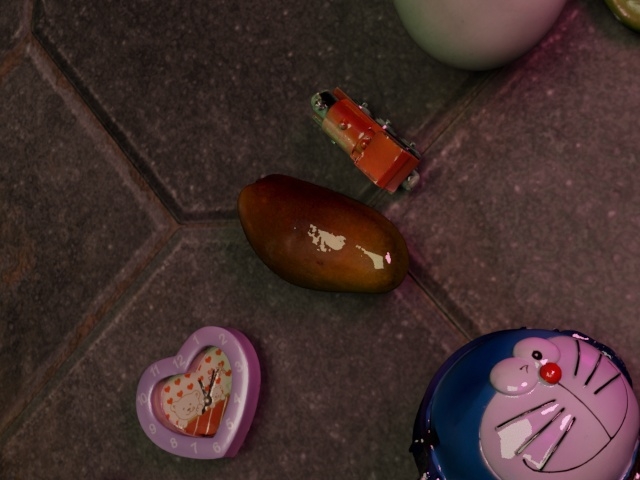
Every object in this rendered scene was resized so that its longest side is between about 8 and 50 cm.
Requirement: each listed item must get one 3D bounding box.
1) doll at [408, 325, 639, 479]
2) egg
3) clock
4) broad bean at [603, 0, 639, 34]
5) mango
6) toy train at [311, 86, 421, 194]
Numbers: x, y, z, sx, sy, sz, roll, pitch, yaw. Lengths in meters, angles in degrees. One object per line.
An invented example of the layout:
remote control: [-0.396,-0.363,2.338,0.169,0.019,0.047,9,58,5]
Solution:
doll: [0.250,0.225,0.901,0.310,0.240,0.284,34,58,15]
egg: [0.189,-0.378,1.019,0.230,0.230,0.371,-1,76,28]
clock: [-0.155,0.222,1.208,0.198,0.064,0.172,-38,67,19]
broad bean: [0.399,-0.255,0.990,0.213,0.048,0.070,35,101,25]
mango: [0.000,0.000,1.131,0.267,0.111,0.133,24,79,30]
toy train: [0.055,-0.133,1.118,0.074,0.118,0.176,-48,66,11]
